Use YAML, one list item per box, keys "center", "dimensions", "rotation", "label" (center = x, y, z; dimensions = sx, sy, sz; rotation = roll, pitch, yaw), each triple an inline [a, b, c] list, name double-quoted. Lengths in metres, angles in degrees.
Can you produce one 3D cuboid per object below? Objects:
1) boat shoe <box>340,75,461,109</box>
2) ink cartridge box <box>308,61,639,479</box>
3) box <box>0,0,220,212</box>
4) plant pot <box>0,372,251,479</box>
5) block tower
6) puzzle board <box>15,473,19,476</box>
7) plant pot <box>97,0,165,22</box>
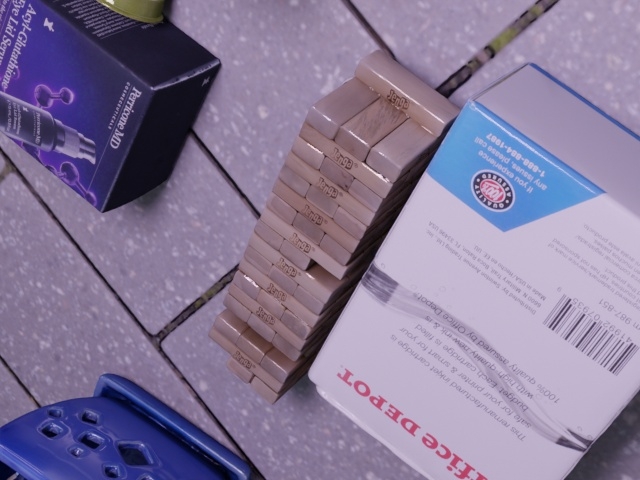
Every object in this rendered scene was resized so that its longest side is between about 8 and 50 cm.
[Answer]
- center: [0.066, -0.105, 0.998]
  dimensions: [0.125, 0.038, 0.046]
  rotation: [25, 122, 19]
  label: "boat shoe"
- center: [0.159, 0.052, 0.955]
  dimensions: [0.223, 0.129, 0.307]
  rotation: [37, 126, 12]
  label: "ink cartridge box"
- center: [-0.222, -0.155, 1.108]
  dimensions: [0.207, 0.108, 0.153]
  rotation: [37, 125, 12]
  label: "box"
- center: [-0.216, 0.294, 1.245]
  dimensions: [0.236, 0.212, 0.236]
  rotation: [32, 124, 15]
  label: "plant pot"
- center: [0.000, 0.000, 1.023]
  dimensions: [0.091, 0.097, 0.335]
  rotation: [38, 133, 12]
  label: "block tower"
- center: [-0.323, 0.291, 1.435]
  dimensions: [0.128, 0.011, 0.096]
  rotation: [46, 127, 5]
  label: "puzzle board"
- center: [-0.161, -0.248, 1.053]
  dimensions: [0.083, 0.083, 0.079]
  rotation: [37, 114, 12]
  label: "plant pot"
